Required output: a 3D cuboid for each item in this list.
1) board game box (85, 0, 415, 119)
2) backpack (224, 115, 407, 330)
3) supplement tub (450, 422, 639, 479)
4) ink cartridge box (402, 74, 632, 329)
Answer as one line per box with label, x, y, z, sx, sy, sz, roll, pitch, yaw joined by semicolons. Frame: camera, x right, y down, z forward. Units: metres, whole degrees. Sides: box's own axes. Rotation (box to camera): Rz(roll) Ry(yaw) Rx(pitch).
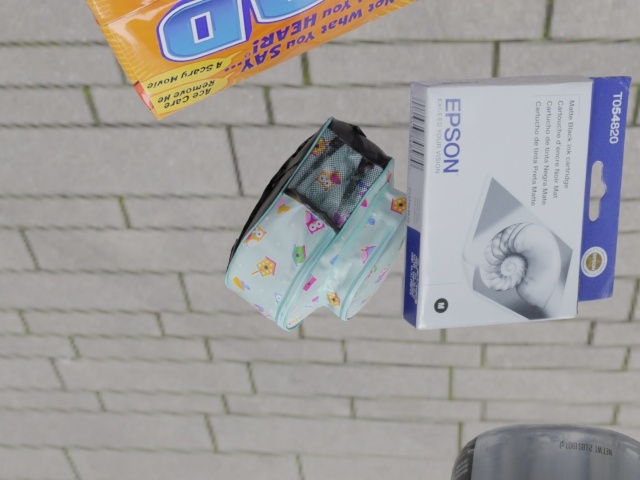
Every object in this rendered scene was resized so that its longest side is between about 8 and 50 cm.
board game box;-0.094;-0.398;1.143;0.356;0.356;0.356;-25;156;-1
backpack;0.000;0.000;1.232;0.144;0.188;0.166;43;170;9
supplement tub;0.203;0.347;1.117;0.207;0.338;0.207;7;146;4
ink cartridge box;0.185;-0.036;1.149;0.224;0.045;0.223;-5;106;-19
